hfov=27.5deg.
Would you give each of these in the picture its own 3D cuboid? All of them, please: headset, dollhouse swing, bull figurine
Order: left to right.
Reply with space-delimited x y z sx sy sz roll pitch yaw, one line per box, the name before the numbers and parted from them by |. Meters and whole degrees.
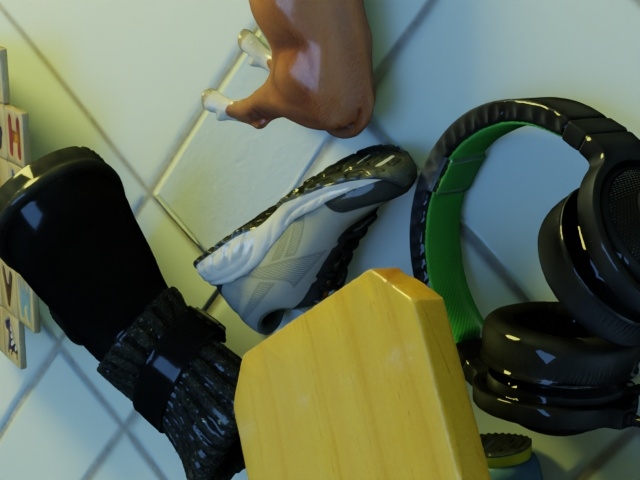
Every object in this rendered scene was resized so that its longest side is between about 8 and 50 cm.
bull figurine | -0.028 -0.239 1.125 0.188 0.101 0.310 2 101 42
dollhouse swing | 0.122 0.221 1.034 0.347 0.315 0.305 -38 46 53
headset | 0.230 0.054 1.007 0.394 0.185 0.243 51 133 35

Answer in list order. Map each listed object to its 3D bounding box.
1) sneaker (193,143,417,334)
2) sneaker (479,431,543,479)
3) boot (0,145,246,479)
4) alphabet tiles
sneaker | 0.000 0.000 1.179 0.271 0.100 0.108 -35 89 45
sneaker | 0.102 0.214 1.166 0.209 0.069 0.082 -2 105 38
boot | -0.161 0.080 1.226 0.260 0.131 0.348 46 168 23
alphabet tiles | -0.359 -0.045 1.421 0.285 0.011 0.342 24 118 57
